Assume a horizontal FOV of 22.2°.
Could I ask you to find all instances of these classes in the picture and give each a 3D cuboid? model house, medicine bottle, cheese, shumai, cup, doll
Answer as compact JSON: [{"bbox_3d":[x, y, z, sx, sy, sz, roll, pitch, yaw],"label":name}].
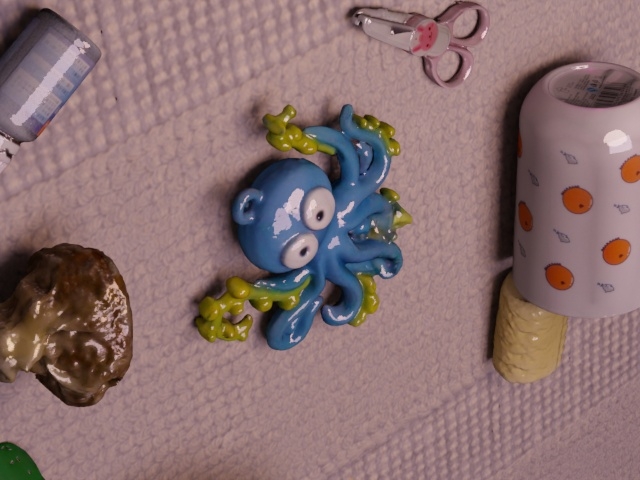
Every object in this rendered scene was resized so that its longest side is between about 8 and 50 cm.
[{"bbox_3d":[-0.402,0.333,1.928,0.167,0.117,0.088,-41,177,-46],"label":"model house"},{"bbox_3d":[-0.321,-0.143,1.702,0.203,0.083,0.083,-50,138,-5],"label":"medicine bottle"},{"bbox_3d":[0.318,0.123,2.450,0.123,0.094,0.167,-33,138,-37],"label":"cheese"},{"bbox_3d":[-0.309,0.104,1.816,0.153,0.161,0.209,-13,141,-41],"label":"shumai"},{"bbox_3d":[0.380,-0.078,2.287,0.212,0.212,0.317,-24,129,-30],"label":"cup"},{"bbox_3d":[0.000,0.000,2.074,0.341,0.099,0.346,18,105,-45],"label":"doll"}]

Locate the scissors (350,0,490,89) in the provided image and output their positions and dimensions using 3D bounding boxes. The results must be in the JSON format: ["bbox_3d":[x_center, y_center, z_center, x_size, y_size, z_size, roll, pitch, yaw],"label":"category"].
[{"bbox_3d":[0.125,-0.260,2.074,0.242,0.030,0.118,4,112,-48],"label":"scissors"}]
